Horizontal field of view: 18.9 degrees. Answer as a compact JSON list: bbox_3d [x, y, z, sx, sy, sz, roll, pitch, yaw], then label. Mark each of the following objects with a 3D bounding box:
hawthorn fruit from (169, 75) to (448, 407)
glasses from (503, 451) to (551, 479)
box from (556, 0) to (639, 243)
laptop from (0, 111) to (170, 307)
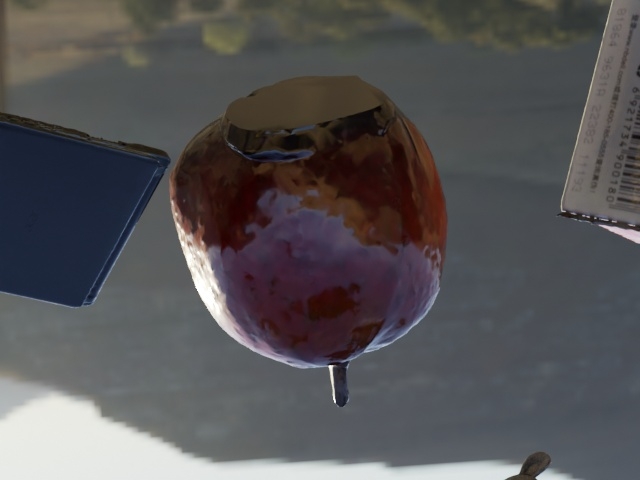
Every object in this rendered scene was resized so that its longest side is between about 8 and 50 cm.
[{"bbox_3d":[0.000,0.000,1.440,0.215,0.249,0.215,-15,178,0],"label":"hawthorn fruit"},{"bbox_3d":[0.211,0.306,1.544,0.268,0.118,0.234,27,134,-11],"label":"glasses"},{"bbox_3d":[0.264,-0.084,1.419,0.099,0.182,0.133,11,175,37],"label":"box"},{"bbox_3d":[-0.188,-0.017,1.285,0.129,0.016,0.180,14,139,-18],"label":"laptop"}]
